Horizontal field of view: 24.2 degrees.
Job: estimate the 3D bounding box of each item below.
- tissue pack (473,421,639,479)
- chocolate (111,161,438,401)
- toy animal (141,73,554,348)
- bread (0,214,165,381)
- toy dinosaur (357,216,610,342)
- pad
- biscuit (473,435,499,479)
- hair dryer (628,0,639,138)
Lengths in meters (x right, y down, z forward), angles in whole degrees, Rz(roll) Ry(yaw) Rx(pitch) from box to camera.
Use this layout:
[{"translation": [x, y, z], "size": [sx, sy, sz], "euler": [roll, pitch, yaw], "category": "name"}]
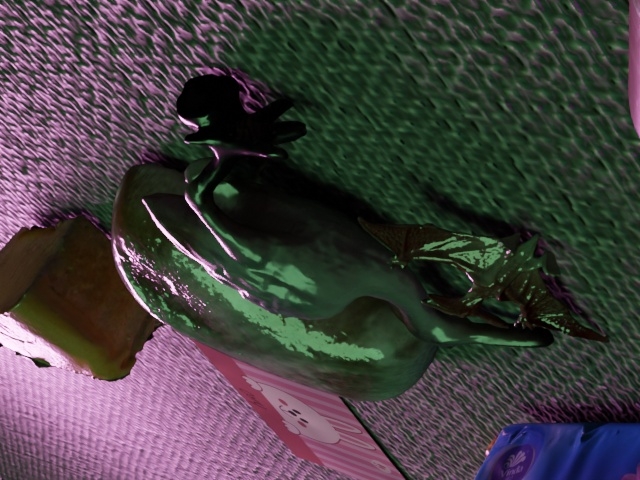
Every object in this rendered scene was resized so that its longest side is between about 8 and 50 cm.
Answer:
[{"translation": [0.258, 0.238, 1.173], "size": [0.198, 0.146, 0.263], "euler": [37, 158, -17], "category": "tissue pack"}, {"translation": [-0.049, 0.051, 1.261], "size": [0.303, 0.100, 0.185], "euler": [26, 156, 6], "category": "chocolate"}, {"translation": [-0.004, 0.012, 1.106], "size": [0.324, 0.090, 0.195], "euler": [40, 148, -25], "category": "toy animal"}, {"translation": [-0.267, 0.058, 1.516], "size": [0.160, 0.140, 0.169], "euler": [2, 146, 42], "category": "bread"}, {"translation": [0.119, 0.028, 1.024], "size": [0.220, 0.032, 0.108], "euler": [27, 142, -19], "category": "toy dinosaur"}, {"translation": [-0.015, 0.198, 1.657], "size": [0.202, 0.005, 0.300], "euler": [15, 154, 37], "category": "pad"}, {"translation": [0.219, 0.258, 1.430], "size": [0.166, 0.036, 0.225], "euler": [25, 158, 20], "category": "biscuit"}, {"translation": [0.280, -0.087, 0.501], "size": [0.352, 0.125, 0.210], "euler": [13, 153, 17], "category": "hair dryer"}]
